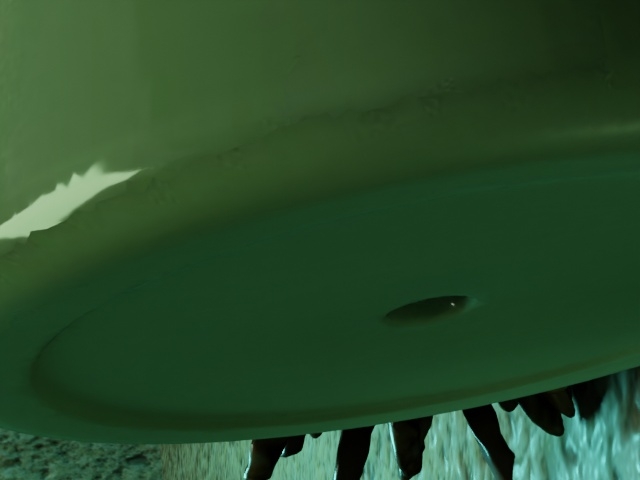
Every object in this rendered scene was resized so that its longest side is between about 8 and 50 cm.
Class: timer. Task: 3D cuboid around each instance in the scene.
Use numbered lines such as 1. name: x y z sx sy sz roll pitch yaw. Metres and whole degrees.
1. timer: 0.002 -0.123 0.599 0.291 0.290 0.315 118 143 -69

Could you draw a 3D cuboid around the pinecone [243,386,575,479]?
1. pinecone: -0.003 -0.009 0.884 0.264 0.264 0.264 180 90 -80
